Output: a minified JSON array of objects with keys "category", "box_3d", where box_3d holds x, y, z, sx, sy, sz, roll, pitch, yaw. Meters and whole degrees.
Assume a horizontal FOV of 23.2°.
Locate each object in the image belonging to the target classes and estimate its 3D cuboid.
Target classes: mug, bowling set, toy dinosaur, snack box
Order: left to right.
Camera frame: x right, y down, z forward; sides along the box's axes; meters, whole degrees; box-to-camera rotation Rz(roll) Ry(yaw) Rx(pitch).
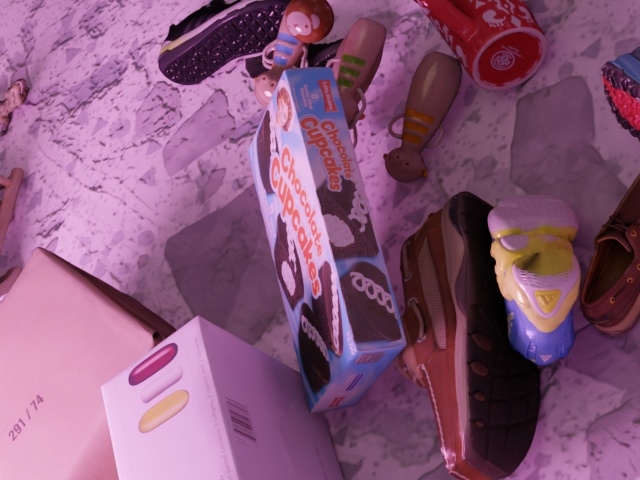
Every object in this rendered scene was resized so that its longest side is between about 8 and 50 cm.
[{"category":"toy dinosaur","box_3d":[-0.532,-0.158,2.343,0.268,0.064,0.118,-18,40,33]},{"category":"bowling set","box_3d":[-0.006,-0.187,1.769,0.287,0.200,0.154,22,91,37]},{"category":"snack box","box_3d":[0.000,0.000,1.657,0.187,0.060,0.322,121,139,-60]},{"category":"mug","box_3d":[0.162,-0.252,1.745,0.113,0.150,0.169,102,151,-46]}]

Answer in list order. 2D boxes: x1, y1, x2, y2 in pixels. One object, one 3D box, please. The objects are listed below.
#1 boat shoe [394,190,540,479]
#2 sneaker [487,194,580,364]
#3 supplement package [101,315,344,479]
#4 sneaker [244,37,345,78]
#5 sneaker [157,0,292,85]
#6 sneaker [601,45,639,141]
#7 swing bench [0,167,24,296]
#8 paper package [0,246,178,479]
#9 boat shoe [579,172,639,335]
[{"category":"boat shoe","box_3d":[0.138,0.103,1.571,0.120,0.122,0.324,-29,41,32]},{"category":"sneaker","box_3d":[0.209,0.042,1.545,0.091,0.126,0.240,2,23,7]},{"category":"supplement package","box_3d":[-0.089,0.248,1.607,0.145,0.204,0.262,-36,47,20]},{"category":"sneaker","box_3d":[-0.017,-0.229,1.942,0.170,0.051,0.089,-32,53,27]},{"category":"sneaker","box_3d":[-0.128,-0.290,2.052,0.235,0.084,0.097,-21,52,31]},{"category":"sneaker","box_3d":[0.388,-0.114,1.481,0.125,0.104,0.262,-34,58,-9]},{"category":"swing bench","box_3d":[-0.557,0.024,2.185,0.253,0.165,0.254,-24,57,28]},{"category":"paper package","box_3d":[-0.297,0.219,1.834,0.309,0.168,0.325,31,88,46]},{"category":"boat shoe","box_3d":[0.302,0.003,1.518,0.064,0.060,0.178,13,75,45]}]
